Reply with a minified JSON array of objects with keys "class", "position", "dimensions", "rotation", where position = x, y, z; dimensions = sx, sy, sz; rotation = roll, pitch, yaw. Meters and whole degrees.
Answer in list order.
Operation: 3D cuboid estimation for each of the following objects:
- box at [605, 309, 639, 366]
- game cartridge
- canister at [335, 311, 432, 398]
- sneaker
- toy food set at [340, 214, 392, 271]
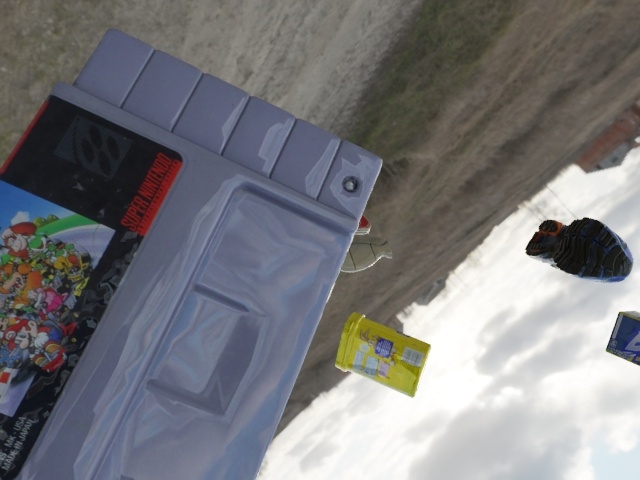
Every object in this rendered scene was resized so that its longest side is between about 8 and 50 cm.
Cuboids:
[{"class":"box","position":[0.439,0.140,0.588],"dimensions":[0.054,0.169,0.059],"rotation":[5,103,-38]},{"class":"game cartridge","position":[-0.122,0.051,0.326],"dimensions":[0.355,0.230,0.068],"rotation":[-67,-169,-16]},{"class":"canister","position":[0.126,0.232,1.002],"dimensions":[0.073,0.170,0.126],"rotation":[-39,144,-57]},{"class":"sneaker","position":[0.373,0.017,0.698],"dimensions":[0.221,0.087,0.083],"rotation":[-70,-174,-80]},{"class":"toy food set","position":[0.000,0.000,0.465],"dimensions":[0.122,0.078,0.019],"rotation":[-19,155,-15]}]
